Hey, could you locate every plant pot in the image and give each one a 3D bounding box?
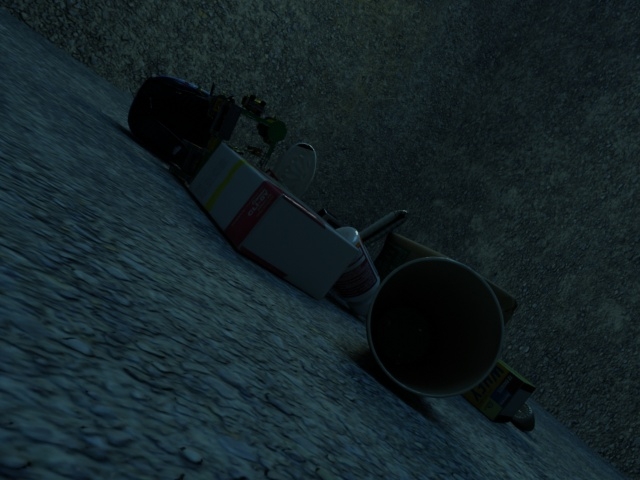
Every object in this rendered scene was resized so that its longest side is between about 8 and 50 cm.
[{"bbox_3d":[0.197,0.183,1.276,0.256,0.256,0.274,37,-13,2],"label":"plant pot"}]

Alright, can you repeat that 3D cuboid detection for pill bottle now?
[{"bbox_3d":[0.083,0.084,1.642,0.221,0.121,0.121,63,-9,-28],"label":"pill bottle"}]

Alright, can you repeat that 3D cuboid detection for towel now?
[{"bbox_3d":[0.103,0.005,1.837,0.056,0.324,0.312,56,3,1],"label":"towel"}]

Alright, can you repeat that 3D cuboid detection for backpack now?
[{"bbox_3d":[-0.433,-0.367,1.874,0.263,0.276,0.213,28,2,-25],"label":"backpack"}]

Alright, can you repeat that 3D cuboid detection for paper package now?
[{"bbox_3d":[0.344,0.133,1.838,0.309,0.168,0.325,30,1,-28],"label":"paper package"}]

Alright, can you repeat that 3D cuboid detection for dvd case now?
[{"bbox_3d":[0.000,0.000,1.919,0.239,0.179,0.029,32,23,-56],"label":"dvd case"}]

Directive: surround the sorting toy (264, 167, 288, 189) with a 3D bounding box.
[{"bbox_3d":[-0.134,-0.100,1.962,0.274,0.132,0.046,51,5,-19],"label":"sorting toy"}]

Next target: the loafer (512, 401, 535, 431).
[{"bbox_3d":[0.613,0.528,2.019,0.087,0.094,0.251,62,4,-21],"label":"loafer"}]

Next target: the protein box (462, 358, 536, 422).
[{"bbox_3d":[0.470,0.395,1.771,0.200,0.136,0.201,39,4,32],"label":"protein box"}]

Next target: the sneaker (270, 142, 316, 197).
[{"bbox_3d":[-0.121,-0.192,2.086,0.130,0.322,0.236,18,16,-14],"label":"sneaker"}]

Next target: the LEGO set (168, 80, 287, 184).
[{"bbox_3d":[-0.266,-0.253,1.743,0.255,0.331,0.192,12,12,-38],"label":"LEGO set"}]

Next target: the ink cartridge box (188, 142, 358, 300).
[{"bbox_3d":[-0.127,-0.057,1.538,0.279,0.160,0.385,34,5,-38],"label":"ink cartridge box"}]

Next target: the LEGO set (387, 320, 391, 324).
[{"bbox_3d":[0.230,0.232,1.882,0.227,0.087,0.093,42,-10,50],"label":"LEGO set"}]

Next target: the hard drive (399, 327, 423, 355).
[{"bbox_3d":[0.246,0.246,1.500,0.094,0.135,0.022,40,4,30],"label":"hard drive"}]
